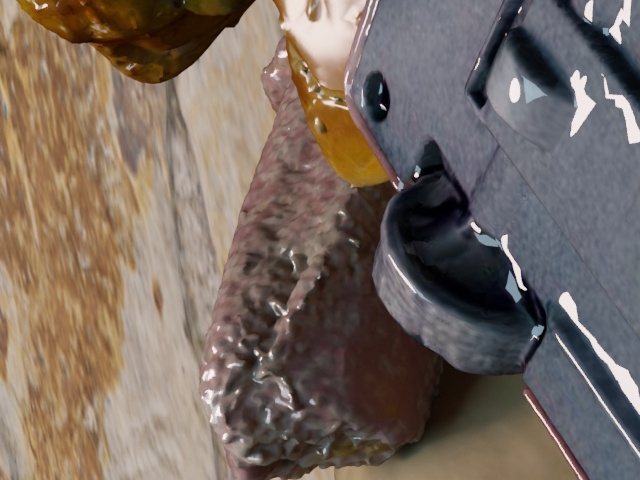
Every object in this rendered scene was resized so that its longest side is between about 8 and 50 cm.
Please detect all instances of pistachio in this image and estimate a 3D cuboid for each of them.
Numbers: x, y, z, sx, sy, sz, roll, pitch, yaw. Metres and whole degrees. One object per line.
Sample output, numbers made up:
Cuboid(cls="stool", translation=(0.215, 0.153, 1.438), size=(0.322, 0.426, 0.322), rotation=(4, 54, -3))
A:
Cuboid(cls="pistachio", translation=(0.084, 0.130, 0.789), size=(0.223, 0.126, 0.152), rotation=(19, 96, 61))

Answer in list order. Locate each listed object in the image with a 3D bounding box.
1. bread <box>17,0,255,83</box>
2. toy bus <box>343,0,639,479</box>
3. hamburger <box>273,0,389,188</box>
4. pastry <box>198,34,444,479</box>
Cuboid(cls="bread", translation=(0.022, -0.228, 0.593), size=(0.380, 0.109, 0.185), rotation=(-42, 62, 5))
Cuboid(cls="toy bus", translation=(0.190, 0.023, 0.489), size=(0.427, 0.233, 0.203), rotation=(58, 143, 32))
Cuboid(cls="hamburger", translation=(0.056, -0.166, 0.707), size=(0.156, 0.144, 0.283), rotation=(0, 98, 50))
Cuboid(cls="pastry", translation=(0.012, -0.006, 0.817), size=(0.112, 0.103, 0.265), rotation=(-17, 45, 21))
